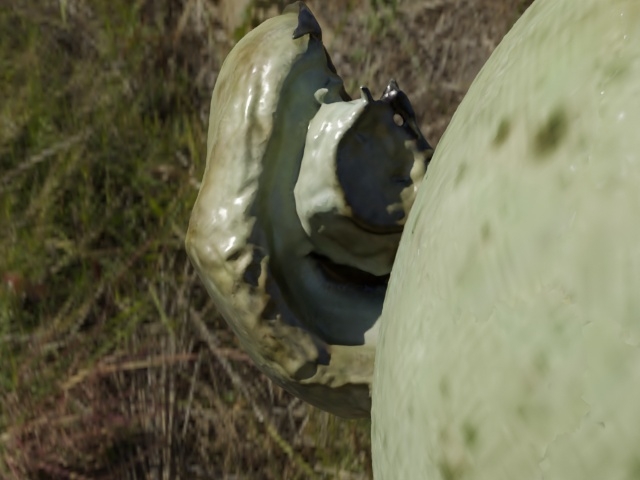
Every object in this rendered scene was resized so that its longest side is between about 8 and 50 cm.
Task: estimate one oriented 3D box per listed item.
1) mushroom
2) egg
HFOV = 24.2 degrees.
[{"bbox_3d":[-0.004,-0.003,0.970,0.164,0.189,0.267,-36,107,-9],"label":"mushroom"},{"bbox_3d":[0.157,0.053,0.429,0.288,0.379,0.287,2,43,-2],"label":"egg"}]
